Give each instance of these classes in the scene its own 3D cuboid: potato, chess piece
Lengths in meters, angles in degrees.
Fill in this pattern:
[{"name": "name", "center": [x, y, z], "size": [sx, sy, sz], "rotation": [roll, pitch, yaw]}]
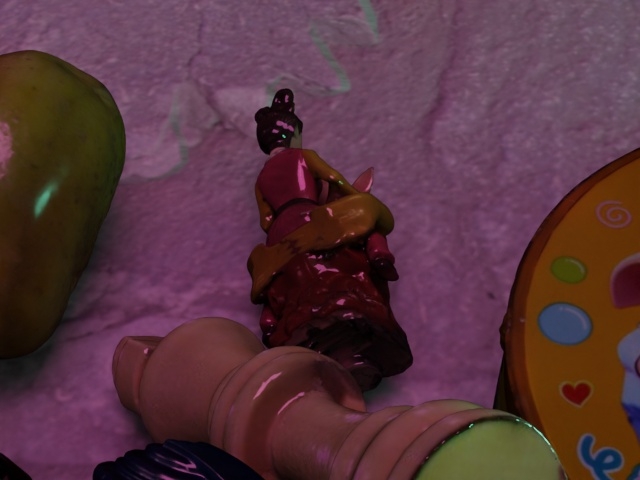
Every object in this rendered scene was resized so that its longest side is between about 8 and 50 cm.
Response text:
[{"name": "potato", "center": [-0.230, -0.030, 1.034], "size": [0.148, 0.197, 0.228], "rotation": [13, 82, 16]}, {"name": "chess piece", "center": [-0.022, 0.113, 0.862], "size": [0.117, 0.117, 0.397], "rotation": [-29, 23, -25]}]

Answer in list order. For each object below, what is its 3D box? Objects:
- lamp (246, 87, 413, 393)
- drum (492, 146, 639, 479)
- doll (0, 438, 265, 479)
[{"name": "lamp", "center": [0.000, 0.000, 1.067], "size": [0.118, 0.118, 0.253], "rotation": [-6, 45, -7]}, {"name": "drum", "center": [0.309, 0.141, 0.874], "size": [0.431, 0.214, 0.431], "rotation": [1, 48, -1]}, {"name": "doll", "center": [-0.143, 0.235, 0.772], "size": [0.309, 0.240, 0.284], "rotation": [14, 89, 29]}]
